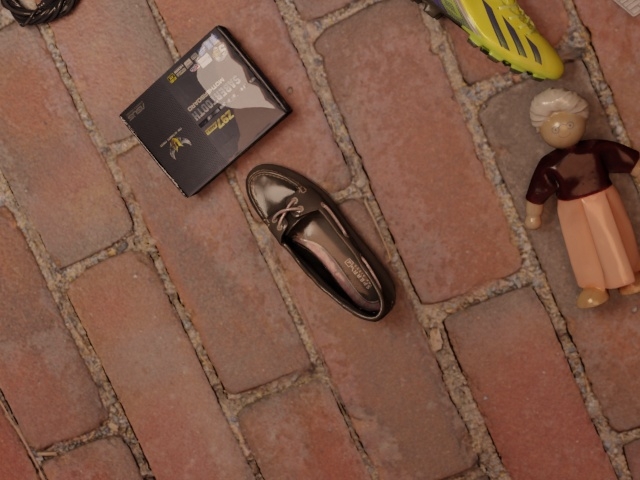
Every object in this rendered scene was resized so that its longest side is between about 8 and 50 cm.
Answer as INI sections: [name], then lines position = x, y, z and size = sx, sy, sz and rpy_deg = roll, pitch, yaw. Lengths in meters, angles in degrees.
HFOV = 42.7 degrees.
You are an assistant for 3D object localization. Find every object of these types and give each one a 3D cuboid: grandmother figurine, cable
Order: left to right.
[cable]
position = -0.470, -0.447, 1.385
size = 0.150, 0.047, 0.185
rpy_deg = 20, 100, 0
[grandmother figurine]
position = 0.415, -0.077, 1.274
size = 0.207, 0.104, 0.342
rpy_deg = -22, 99, 4

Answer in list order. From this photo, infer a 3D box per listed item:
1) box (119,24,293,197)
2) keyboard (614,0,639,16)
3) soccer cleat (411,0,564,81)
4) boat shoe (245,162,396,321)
[box]
position = -0.191, -0.212, 1.369
size = 0.232, 0.059, 0.183
rpy_deg = -38, 94, 14
[keyboard]
position = 0.554, -0.422, 1.202
size = 0.256, 0.072, 0.014
rpy_deg = -36, 124, 14
[soccer cleat]
position = 0.262, -0.351, 1.247
size = 0.289, 0.093, 0.121
rpy_deg = 36, 109, 3
[boat shoe]
position = 0.000, 0.000, 1.357
size = 0.112, 0.095, 0.335
rpy_deg = -44, 91, 14
